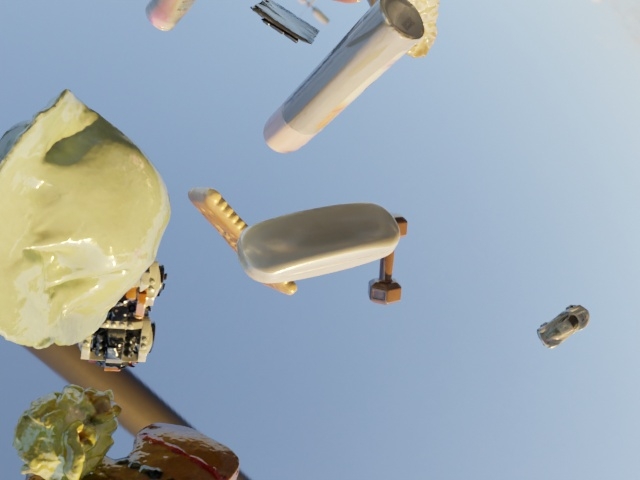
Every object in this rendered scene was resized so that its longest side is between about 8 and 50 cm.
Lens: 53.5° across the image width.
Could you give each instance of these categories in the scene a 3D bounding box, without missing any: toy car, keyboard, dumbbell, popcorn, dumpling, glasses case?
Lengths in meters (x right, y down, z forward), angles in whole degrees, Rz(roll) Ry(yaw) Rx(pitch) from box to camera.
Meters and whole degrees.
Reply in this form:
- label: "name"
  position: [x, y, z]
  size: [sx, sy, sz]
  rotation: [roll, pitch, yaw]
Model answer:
- label: "toy car"
  position: [-0.472, 0.168, 1.501]
  size: [0.193, 0.301, 0.118]
  rotation: [8, -167, -19]
- label: "keyboard"
  position: [-0.037, -0.252, 0.732]
  size: [0.074, 0.015, 0.196]
  rotation: [33, -160, -11]
- label: "dumbbell"
  position: [0.168, 0.047, 1.595]
  size: [0.082, 0.092, 0.231]
  rotation: [-24, -59, -59]
- label: "popcorn"
  position: [-0.373, 0.284, 0.930]
  size: [0.141, 0.136, 0.162]
  rotation: [13, -141, -26]
- label: "dumpling"
  position: [-0.328, -0.016, 0.814]
  size: [0.270, 0.211, 0.321]
  rotation: [-52, -44, -13]
- label: "glasses case"
  position: [0.000, 0.000, 0.737]
  size: [0.197, 0.049, 0.076]
  rotation: [-13, -125, -22]
- label: "toy car"
  position: [0.396, 0.138, 1.028]
  size: [0.041, 0.093, 0.025]
  rotation: [56, 177, 3]

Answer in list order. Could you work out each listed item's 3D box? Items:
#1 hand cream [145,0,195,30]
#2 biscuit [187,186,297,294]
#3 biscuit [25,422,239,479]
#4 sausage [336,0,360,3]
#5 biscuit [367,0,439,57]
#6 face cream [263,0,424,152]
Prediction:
- label: "hand cream"
  position: [-0.226, -0.501, 1.177]
  size: [0.111, 0.312, 0.070]
  rotation: [-38, -80, -41]
- label: "biscuit"
  position: [-0.148, 0.001, 1.179]
  size: [0.030, 0.160, 0.250]
  rotation: [-44, -69, -15]
- label: "biscuit"
  position: [-0.293, 0.364, 1.002]
  size: [0.262, 0.052, 0.277]
  rotation: [23, -154, 27]
- label: "sausage"
  position: [-0.101, -0.630, 1.438]
  size: [0.432, 0.088, 0.088]
  rotation: [16, -135, -5]
- label: "biscuit"
  position: [0.043, -0.539, 0.889]
  size: [0.446, 0.104, 0.429]
  rotation: [64, 180, 17]
- label: "face cream"
  position: [0.024, -0.223, 0.882]
  size: [0.073, 0.269, 0.107]
  rotation: [49, -138, -5]
